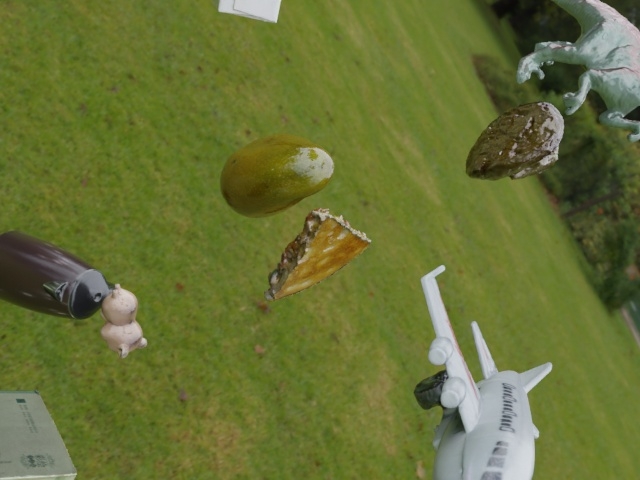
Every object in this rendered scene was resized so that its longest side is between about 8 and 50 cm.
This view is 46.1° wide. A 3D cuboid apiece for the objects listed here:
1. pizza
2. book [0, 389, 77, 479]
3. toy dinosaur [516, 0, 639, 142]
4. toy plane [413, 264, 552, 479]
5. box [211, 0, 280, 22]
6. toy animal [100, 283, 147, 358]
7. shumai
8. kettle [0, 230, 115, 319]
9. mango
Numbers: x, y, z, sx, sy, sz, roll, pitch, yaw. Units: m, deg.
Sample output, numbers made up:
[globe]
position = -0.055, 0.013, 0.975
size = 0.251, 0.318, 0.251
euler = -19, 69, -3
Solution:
[pizza]
position = 0.000, 0.000, 1.167
size = 0.201, 0.193, 0.053
euler = -24, 61, -27
[book]
position = -0.468, 0.243, 0.926
size = 0.282, 0.025, 0.215
euler = 8, 17, -37
[toy dinosaur]
position = 0.275, -0.194, 0.732
size = 0.053, 0.167, 0.242
euler = 52, 34, -45
[toy plane]
position = 0.081, 0.095, 0.370
size = 0.162, 0.065, 0.171
euler = 60, 29, 2
[box]
position = -0.129, -0.526, 1.407
size = 0.116, 0.203, 0.274
euler = 8, 17, -13
[toy animal]
position = -0.377, 0.154, 1.423
size = 0.083, 0.089, 0.150
euler = -27, 120, -39
[shumai]
position = 0.274, -0.120, 1.015
size = 0.105, 0.139, 0.123
euler = 28, 55, -7
[kettle]
position = -0.531, 0.085, 1.514
size = 0.202, 0.232, 0.144
euler = 28, 81, -67
[mango]
position = -0.055, -0.081, 0.932
size = 0.227, 0.136, 0.099
euler = 6, -63, 70
